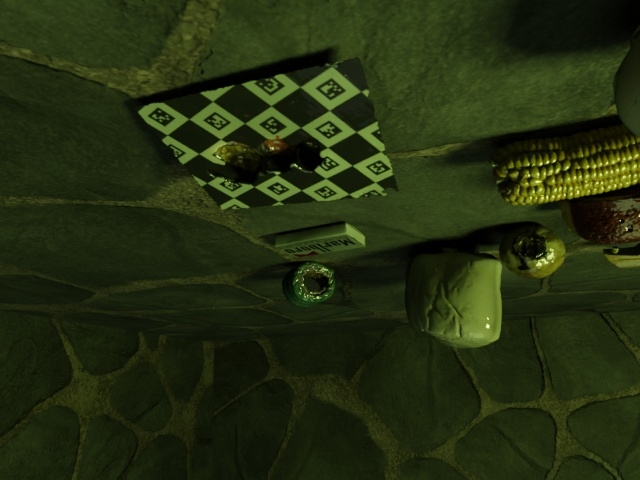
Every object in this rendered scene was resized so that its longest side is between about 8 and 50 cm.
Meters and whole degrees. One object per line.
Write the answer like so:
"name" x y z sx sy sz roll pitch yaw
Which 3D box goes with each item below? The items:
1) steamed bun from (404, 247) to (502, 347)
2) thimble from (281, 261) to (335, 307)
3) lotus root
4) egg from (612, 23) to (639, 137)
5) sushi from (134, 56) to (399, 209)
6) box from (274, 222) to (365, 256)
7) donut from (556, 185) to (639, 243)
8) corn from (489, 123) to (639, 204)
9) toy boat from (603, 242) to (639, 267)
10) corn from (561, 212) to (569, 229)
"steamed bun" 0.329 0.145 1.405 0.236 0.247 0.383 7 177 11
"thimble" -0.031 0.123 1.516 0.135 0.118 0.090 6 163 -27
"lotus root" 0.490 0.026 1.257 0.138 0.138 0.214 -11 173 29
"egg" 0.378 -0.158 0.487 0.183 0.183 0.217 8 165 -31
"sushi" -0.054 -0.138 0.738 0.290 0.050 0.264 -5 150 18
"box" 0.000 0.000 1.243 0.178 0.035 0.115 -9 162 23
"donut" 0.451 -0.051 0.854 0.141 0.085 0.217 -19 -166 -1
"corn" 0.407 -0.116 0.779 0.313 0.101 0.102 -8 163 22
"toy boat" 0.808 0.014 1.319 0.226 0.088 0.068 -8 -161 24
"corn" 0.556 -0.067 1.029 0.072 0.072 0.203 10 159 -37
